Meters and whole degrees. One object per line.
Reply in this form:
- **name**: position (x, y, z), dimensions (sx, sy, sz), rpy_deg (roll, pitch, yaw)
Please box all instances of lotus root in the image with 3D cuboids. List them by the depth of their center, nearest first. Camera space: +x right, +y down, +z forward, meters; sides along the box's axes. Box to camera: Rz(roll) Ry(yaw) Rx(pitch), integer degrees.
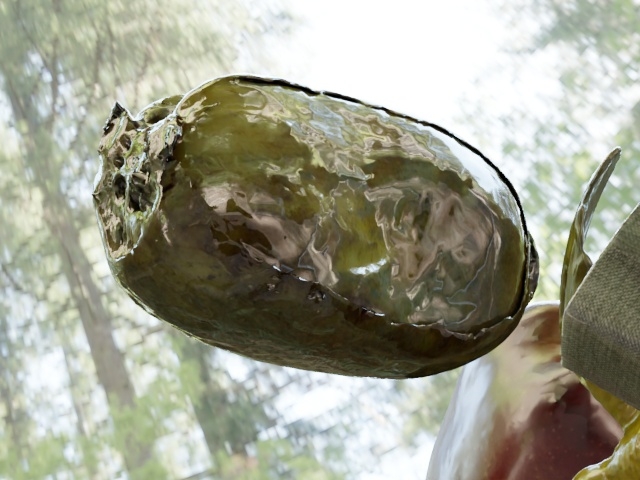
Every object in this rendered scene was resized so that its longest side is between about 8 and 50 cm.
- **lotus root**: position (0.000, 0.000, 0.977), dimensions (0.275, 0.160, 0.152), rpy_deg (13, -31, -33)

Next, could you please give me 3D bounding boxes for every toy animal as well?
- **toy animal**: position (0.149, 0.092, 0.675), dimensions (0.095, 0.219, 0.155), rpy_deg (-6, -32, -7)

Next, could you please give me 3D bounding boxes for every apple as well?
- **apple**: position (0.211, 0.195, 1.251), dimensions (0.288, 0.288, 0.316), rpy_deg (-3, -56, -15)

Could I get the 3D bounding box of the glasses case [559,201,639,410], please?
- **glasses case**: position (0.178, 0.054, 0.520), dimensions (0.071, 0.205, 0.047), rpy_deg (-51, -25, -21)
